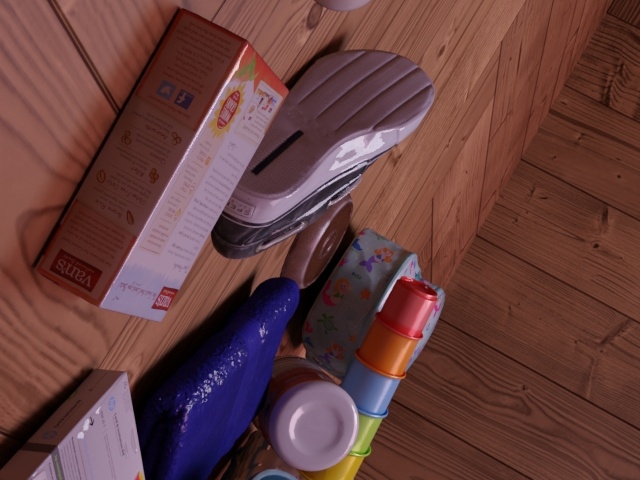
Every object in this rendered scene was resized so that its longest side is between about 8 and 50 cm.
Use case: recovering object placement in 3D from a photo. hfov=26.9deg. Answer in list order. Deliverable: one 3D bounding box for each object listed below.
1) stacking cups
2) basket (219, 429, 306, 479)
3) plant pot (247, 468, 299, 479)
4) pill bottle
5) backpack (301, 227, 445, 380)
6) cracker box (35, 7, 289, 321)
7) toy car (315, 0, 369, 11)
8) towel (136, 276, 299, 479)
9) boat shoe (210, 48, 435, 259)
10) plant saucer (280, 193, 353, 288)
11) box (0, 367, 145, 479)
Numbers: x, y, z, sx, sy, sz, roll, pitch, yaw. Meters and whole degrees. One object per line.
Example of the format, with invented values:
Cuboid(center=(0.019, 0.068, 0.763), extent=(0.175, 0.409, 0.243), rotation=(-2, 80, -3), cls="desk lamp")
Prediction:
Cuboid(center=(0.076, 0.203, 1.877), extent=(0.316, 0.096, 0.096), rotation=(-61, 168, 14), cls="stacking cups")
Cuboid(center=(-0.067, 0.415, 2.054), extent=(0.255, 0.201, 0.289), rotation=(-62, -176, -36), cls="basket")
Cuboid(center=(-0.125, 0.433, 1.551), extent=(0.255, 0.271, 0.271), rotation=(-23, -178, 21), cls="plant pot")
Cuboid(center=(-0.033, 0.224, 1.808), extent=(0.121, 0.121, 0.216), rotation=(-61, -163, -1), cls="pill bottle")
Cuboid(center=(0.074, 0.107, 2.018), extent=(0.225, 0.191, 0.253), rotation=(-58, 163, -12), cls="backpack")
Cuboid(center=(-0.122, -0.053, 1.078), extent=(0.232, 0.067, 0.156), rotation=(-62, 168, -2), cls="cracker box")
Cuboid(center=(0.073, -0.281, 1.195), extent=(0.182, 0.136, 0.159), rotation=(-48, 163, -47), cls="toy car")
Cuboid(center=(-0.138, 0.187, 1.575), extent=(0.308, 0.076, 0.227), rotation=(-46, 158, -56), cls="towel")
Cuboid(center=(-0.009, -0.095, 1.394), extent=(0.335, 0.121, 0.119), rotation=(-35, 162, -41), cls="boat shoe")
Cuboid(center=(0.000, 0.000, 1.809), extent=(0.168, 0.029, 0.168), rotation=(-57, 169, -18), cls="plant saucer")
Cuboid(center=(-0.220, 0.224, 1.208), extent=(0.186, 0.038, 0.145), rotation=(-51, 141, -56), cls="box")
